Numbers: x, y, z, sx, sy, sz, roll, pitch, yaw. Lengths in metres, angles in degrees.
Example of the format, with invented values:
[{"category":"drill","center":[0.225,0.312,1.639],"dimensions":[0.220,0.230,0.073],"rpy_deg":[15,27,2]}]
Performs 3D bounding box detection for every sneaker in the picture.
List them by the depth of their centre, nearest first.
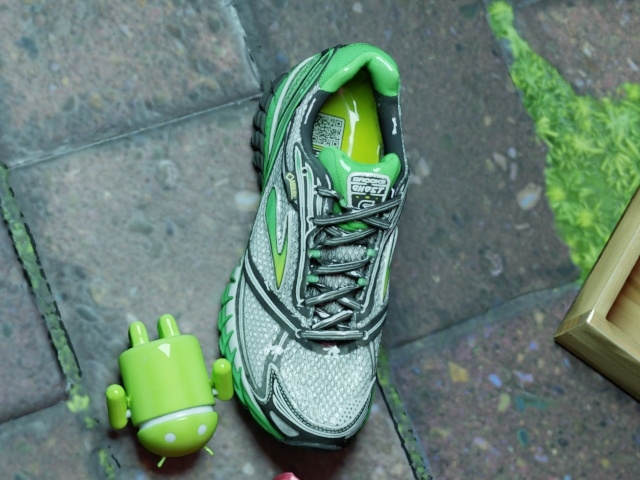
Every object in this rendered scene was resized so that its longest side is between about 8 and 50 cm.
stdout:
[{"category":"sneaker","center":[0.000,0.000,1.549],"dimensions":[0.134,0.146,0.344],"rpy_deg":[6,74,-18]}]

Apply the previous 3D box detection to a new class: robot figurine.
[{"category":"robot figurine","center":[-0.120,0.118,1.514],"dimensions":[0.101,0.067,0.115],"rpy_deg":[-13,80,-12]}]

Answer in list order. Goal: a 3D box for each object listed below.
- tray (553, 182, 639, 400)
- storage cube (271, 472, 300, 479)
[{"category":"tray","center":[0.425,0.118,1.710],"dimensions":[0.411,0.076,0.203],"rpy_deg":[36,66,-8]},{"category":"storage cube","center":[-0.034,0.315,1.425],"dimensions":[0.215,0.183,0.193],"rpy_deg":[42,66,-5]}]
